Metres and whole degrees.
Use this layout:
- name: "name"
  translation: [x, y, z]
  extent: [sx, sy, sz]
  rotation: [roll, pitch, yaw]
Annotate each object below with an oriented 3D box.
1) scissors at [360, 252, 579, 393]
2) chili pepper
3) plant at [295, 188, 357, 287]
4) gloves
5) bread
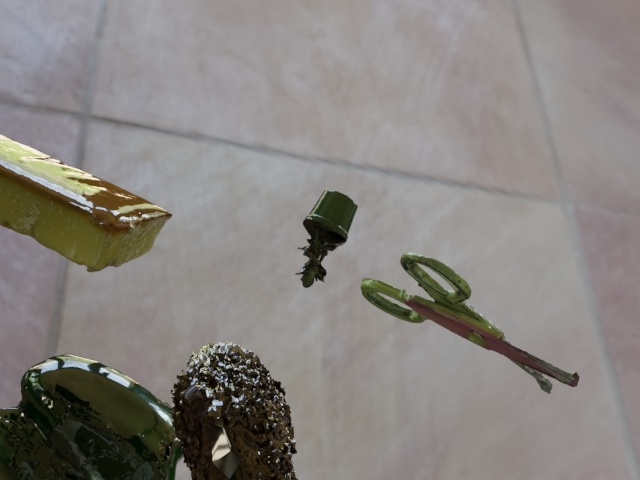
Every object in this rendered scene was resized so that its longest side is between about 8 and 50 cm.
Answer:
- name: "scissors"
  translation: [0.128, 0.072, 1.172]
  extent: [0.187, 0.133, 0.020]
  rotation: [33, 68, -10]
- name: "chili pepper"
  translation: [-0.311, 0.278, 1.889]
  extent: [0.256, 0.248, 0.233]
  rotation: [36, 73, -4]
- name: "plant"
  translation: [0.000, 0.000, 1.461]
  extent: [0.051, 0.051, 0.102]
  rotation: [23, 73, 6]
- name: "gloves"
  translation: [-0.093, 0.224, 1.544]
  extent: [0.135, 0.210, 0.312]
  rotation: [-6, 2, -3]
- name: "bread"
  translation: [-0.358, -0.068, 1.618]
  extent: [0.361, 0.077, 0.138]
  rotation: [24, 14, 13]
